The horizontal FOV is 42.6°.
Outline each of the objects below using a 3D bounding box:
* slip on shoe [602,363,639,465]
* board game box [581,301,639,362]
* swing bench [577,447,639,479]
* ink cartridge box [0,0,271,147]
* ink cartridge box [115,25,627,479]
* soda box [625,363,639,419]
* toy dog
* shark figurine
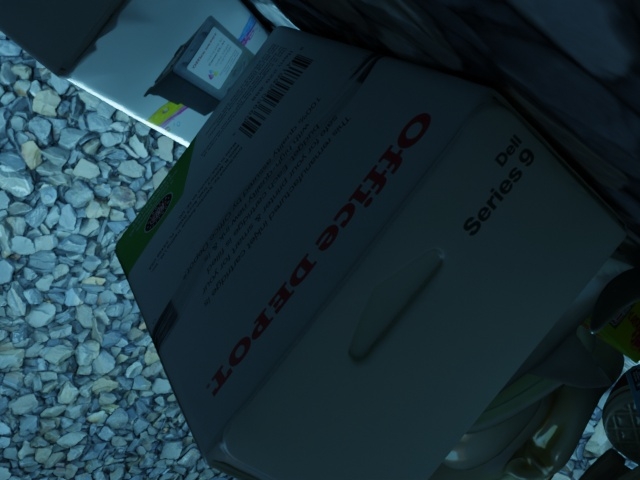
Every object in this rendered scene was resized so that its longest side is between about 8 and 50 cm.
[{"bbox_3d":[0.445,0.236,0.850,0.331,0.123,0.101,33,-145,4],"label":"slip on shoe"},{"bbox_3d":[0.177,0.018,0.652,0.092,0.043,0.181,34,-176,-46],"label":"board game box"},{"bbox_3d":[0.380,0.313,0.761,0.253,0.165,0.255,38,144,-3],"label":"swing bench"},{"bbox_3d":[-0.169,-0.194,0.681,0.226,0.131,0.306,38,-175,16],"label":"ink cartridge box"},{"bbox_3d":[0.000,0.000,0.498,0.121,0.211,0.289,36,-176,-29],"label":"ink cartridge box"},{"bbox_3d":[0.286,0.165,0.604,0.058,0.063,0.183,37,-147,-24],"label":"soda box"},{"bbox_3d":[0.159,0.197,0.930,0.284,0.395,0.408,37,175,38],"label":"toy dog"},{"bbox_3d":[0.162,0.064,0.535,0.116,0.166,0.278,39,141,-9],"label":"shark figurine"}]
